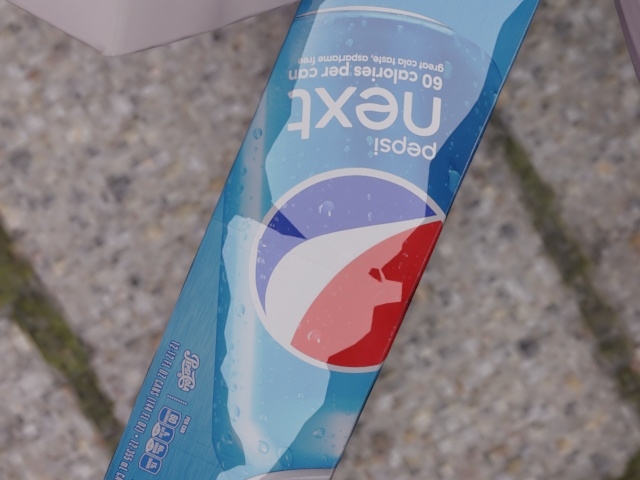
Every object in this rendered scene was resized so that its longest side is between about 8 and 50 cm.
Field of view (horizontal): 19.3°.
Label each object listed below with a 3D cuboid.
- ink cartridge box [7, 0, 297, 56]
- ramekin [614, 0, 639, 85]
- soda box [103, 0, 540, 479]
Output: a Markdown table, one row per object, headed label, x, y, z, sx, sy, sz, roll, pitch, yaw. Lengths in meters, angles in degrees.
| label | x | y | z | sx | sy | sz | roll | pitch | yaw |
| --- | --- | --- | --- | --- | --- | --- | --- | --- | --- |
| ink cartridge box | -0.067 | -0.179 | 0.493 | 0.160 | 0.093 | 0.219 | 29 | 125 | 30 |
| ramekin | 0.207 | -0.065 | 0.464 | 0.277 | 0.277 | 0.135 | -24 | 63 | 9 |
| soda box | 0.000 | 0.000 | 0.596 | 0.067 | 0.071 | 0.210 | 23 | 102 | 1 |
